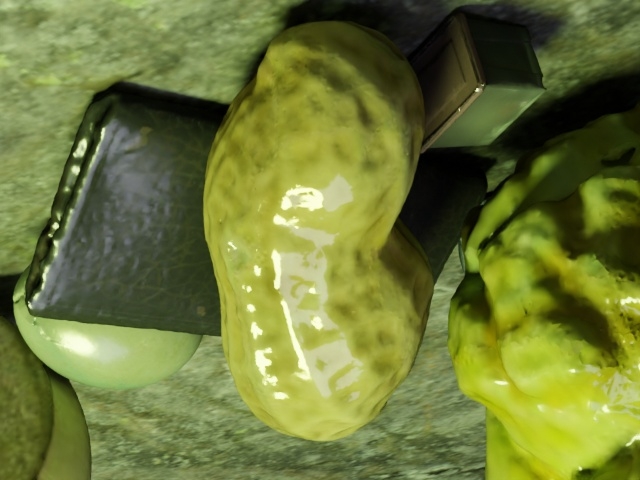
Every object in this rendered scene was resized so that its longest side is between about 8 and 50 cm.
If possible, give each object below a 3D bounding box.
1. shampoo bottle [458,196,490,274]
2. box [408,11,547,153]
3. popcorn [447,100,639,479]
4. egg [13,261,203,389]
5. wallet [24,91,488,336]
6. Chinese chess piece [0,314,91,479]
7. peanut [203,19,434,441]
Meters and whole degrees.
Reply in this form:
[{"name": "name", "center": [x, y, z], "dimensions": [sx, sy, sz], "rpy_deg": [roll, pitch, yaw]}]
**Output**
[{"name": "shampoo bottle", "center": [0.173, 0.027, 1.320], "dimensions": [0.087, 0.049, 0.233], "rpy_deg": [-25, 151, 15]}, {"name": "box", "center": [0.097, -0.099, 1.034], "dimensions": [0.063, 0.060, 0.085], "rpy_deg": [0, 151, -31]}, {"name": "popcorn", "center": [0.227, 0.051, 1.113], "dimensions": [0.335, 0.279, 0.274], "rpy_deg": [-25, 178, -38]}, {"name": "egg", "center": [-0.154, 0.052, 1.180], "dimensions": [0.152, 0.114, 0.114], "rpy_deg": [10, 147, -41]}, {"name": "wallet", "center": [-0.041, -0.006, 1.134], "dimensions": [0.321, 0.044, 0.170], "rpy_deg": [10, 119, -34]}, {"name": "Chinese chess piece", "center": [-0.304, 0.170, 1.189], "dimensions": [0.270, 0.270, 0.112], "rpy_deg": [-10, 144, 0]}, {"name": "peanut", "center": [0.000, 0.000, 1.042], "dimensions": [0.147, 0.147, 0.305], "rpy_deg": [-9, 122, -3]}]
